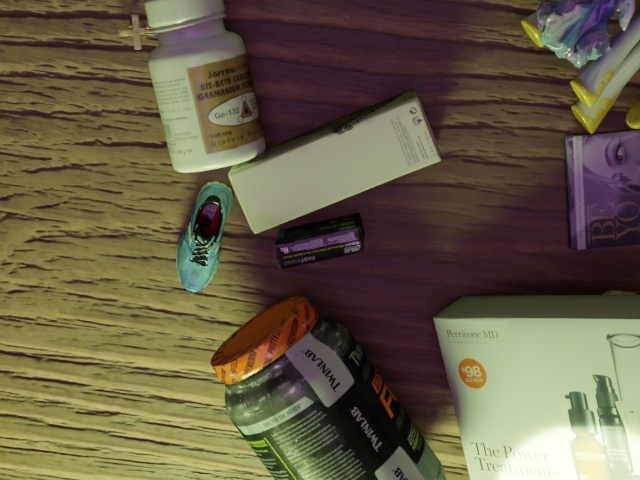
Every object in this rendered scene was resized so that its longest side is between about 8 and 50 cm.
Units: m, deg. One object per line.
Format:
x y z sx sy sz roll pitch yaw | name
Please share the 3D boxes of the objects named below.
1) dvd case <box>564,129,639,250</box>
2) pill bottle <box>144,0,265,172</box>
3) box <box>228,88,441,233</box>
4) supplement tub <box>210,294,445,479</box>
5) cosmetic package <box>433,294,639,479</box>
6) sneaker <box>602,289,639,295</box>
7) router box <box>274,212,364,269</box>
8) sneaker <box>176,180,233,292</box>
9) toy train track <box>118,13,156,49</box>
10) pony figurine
0.455 -0.075 1.564 0.221 0.018 0.165 -5 105 3 | dvd case
-0.158 -0.215 1.491 0.131 0.131 0.229 -11 104 5 | pill bottle
0.020 -0.109 1.524 0.275 0.113 0.094 -21 102 6 | box
0.007 0.257 1.569 0.207 0.207 0.338 -33 102 10 | supplement tub
0.357 0.218 1.506 0.377 0.097 0.285 -3 105 39 | cosmetic package
0.438 0.211 1.591 0.127 0.126 0.321 27 126 39 | sneaker
0.000 0.000 1.561 0.122 0.092 0.038 -13 104 5 | router box
-0.169 -0.002 1.576 0.063 0.073 0.162 14 105 -2 | sneaker
-0.234 -0.287 1.537 0.083 0.014 0.048 -4 97 -3 | toy train track
0.443 -0.324 1.398 0.363 0.303 0.351 -37 132 7 | pony figurine
